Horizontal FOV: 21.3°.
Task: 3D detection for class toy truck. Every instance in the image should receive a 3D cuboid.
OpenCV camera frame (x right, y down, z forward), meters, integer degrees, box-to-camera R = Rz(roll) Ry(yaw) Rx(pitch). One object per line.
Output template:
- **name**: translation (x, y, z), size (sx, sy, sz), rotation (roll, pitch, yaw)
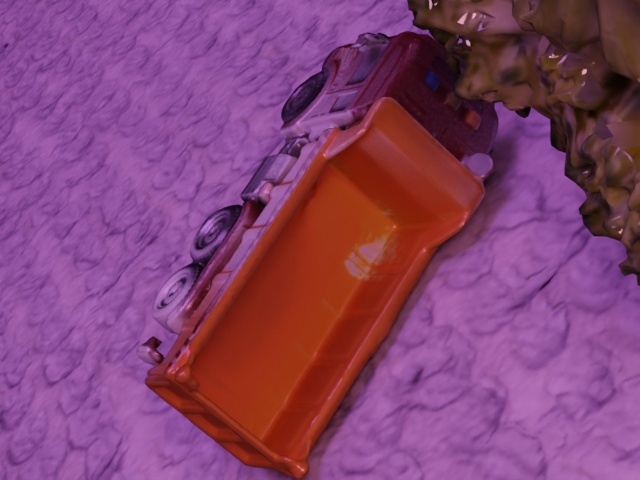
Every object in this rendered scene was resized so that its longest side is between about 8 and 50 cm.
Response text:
- **toy truck**: translation (0.000, 0.000, 1.008), size (0.135, 0.114, 0.270), rotation (-6, 46, 59)

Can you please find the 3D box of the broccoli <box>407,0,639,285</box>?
- **broccoli**: translation (0.138, -0.147, 0.697), size (0.275, 0.397, 0.353), rotation (-56, 19, -23)
